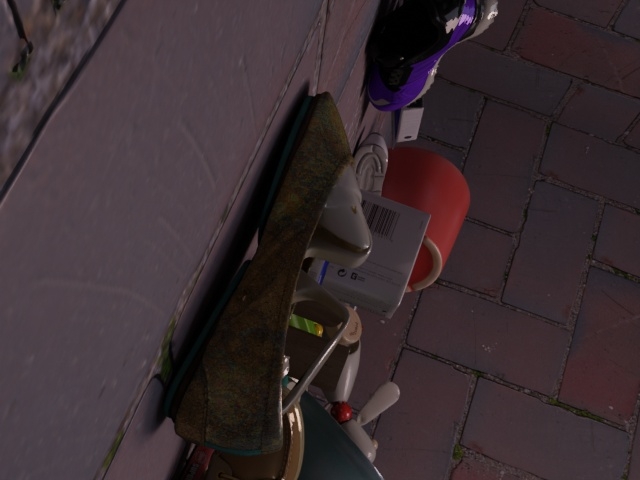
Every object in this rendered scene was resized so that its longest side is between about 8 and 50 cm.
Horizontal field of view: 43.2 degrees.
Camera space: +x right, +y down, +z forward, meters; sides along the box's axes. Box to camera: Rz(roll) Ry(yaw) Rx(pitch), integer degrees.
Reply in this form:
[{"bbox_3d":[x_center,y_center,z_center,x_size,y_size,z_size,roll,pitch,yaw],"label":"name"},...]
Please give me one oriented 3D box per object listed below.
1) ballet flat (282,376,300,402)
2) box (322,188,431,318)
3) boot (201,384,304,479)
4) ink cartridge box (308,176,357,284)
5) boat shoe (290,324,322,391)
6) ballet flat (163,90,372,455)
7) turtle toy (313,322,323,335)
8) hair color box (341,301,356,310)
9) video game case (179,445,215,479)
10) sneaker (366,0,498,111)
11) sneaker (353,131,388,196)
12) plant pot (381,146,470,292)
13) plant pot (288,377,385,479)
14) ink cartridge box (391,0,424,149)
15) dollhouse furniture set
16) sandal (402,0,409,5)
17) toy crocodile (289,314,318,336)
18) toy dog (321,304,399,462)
[{"bbox_3d":[-0.070,0.202,1.057,0.247,0.087,0.083,94,19,-75],"label":"ballet flat"},{"bbox_3d":[0.080,0.018,1.447,0.119,0.180,0.182,93,17,-74],"label":"box"},{"bbox_3d":[-0.097,0.283,0.785,0.203,0.095,0.262,-46,156,-74],"label":"boot"},{"bbox_3d":[0.000,0.000,1.274,0.097,0.046,0.207,-57,167,-66],"label":"ink cartridge box"},{"bbox_3d":[-0.060,0.248,1.628,0.079,0.084,0.233,-10,-121,50],"label":"boat shoe"},{"bbox_3d":[-0.018,0.025,0.712,0.123,0.123,0.349,102,9,-62],"label":"ballet flat"},{"bbox_3d":[-0.042,0.200,1.531,0.095,0.066,0.130,72,39,-83],"label":"turtle toy"},{"bbox_3d":[0.051,0.119,2.020,0.374,0.113,0.185,-30,140,-82],"label":"hair color box"},{"bbox_3d":[-0.168,0.344,0.900,0.285,0.025,0.204,-64,173,-56],"label":"video game case"},{"bbox_3d":[0.118,-0.281,1.192,0.146,0.102,0.293,-23,168,-33],"label":"sneaker"},{"bbox_3d":[0.088,-0.107,1.669,0.095,0.090,0.235,-83,-168,-59],"label":"sneaker"},{"bbox_3d":[0.189,-0.035,1.810,0.243,0.274,0.275,-72,179,-48],"label":"plant pot"},{"bbox_3d":[-0.039,0.415,1.426,0.196,0.293,0.293,-41,167,-15],"label":"plant pot"},{"bbox_3d":[0.152,-0.290,1.438,0.208,0.045,0.206,93,-3,-78],"label":"ink cartridge box"},{"bbox_3d":[-0.007,0.046,0.870,0.151,0.123,0.144,-62,171,-62],"label":"dollhouse furniture set"},{"bbox_3d":[0.161,-0.402,1.265,0.097,0.054,0.255,-58,152,-56],"label":"sandal"},{"bbox_3d":[-0.038,0.139,1.143,0.340,0.105,0.115,78,-7,-78],"label":"toy crocodile"},{"bbox_3d":[0.062,0.299,1.721,0.161,0.220,0.334,-4,93,-45],"label":"toy dog"}]
